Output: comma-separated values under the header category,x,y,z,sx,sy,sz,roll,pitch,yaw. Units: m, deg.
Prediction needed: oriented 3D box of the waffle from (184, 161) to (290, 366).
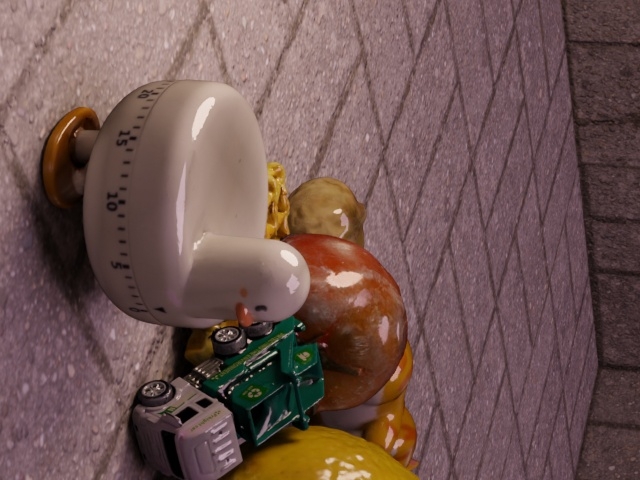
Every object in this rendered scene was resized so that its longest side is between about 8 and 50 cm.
category,x,y,z,sx,sy,sz,roll,pitch,yaw
waffle,-0.085,0.064,1.840,0.283,0.065,0.309,53,48,-64

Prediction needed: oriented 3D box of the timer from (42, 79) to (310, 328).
category,x,y,z,sx,sy,sz,roll,pitch,yaw
timer,-0.107,-0.030,1.474,0.233,0.240,0.233,4,90,-71

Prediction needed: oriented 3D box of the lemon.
category,x,y,z,sx,sy,sz,roll,pitch,yaw
lemon,-0.018,0.366,1.730,0.336,0.336,0.336,5,90,-71

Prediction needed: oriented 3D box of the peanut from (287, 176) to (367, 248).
category,x,y,z,sx,sy,sz,roll,pitch,yaw
peanut,0.000,0.000,1.983,0.140,0.109,0.159,-84,180,-61

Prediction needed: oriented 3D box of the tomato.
category,x,y,z,sx,sy,sz,roll,pitch,yaw
tomato,0.022,0.101,1.844,0.181,0.155,0.214,-63,151,-53

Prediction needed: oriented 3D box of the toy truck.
category,x,y,z,sx,sy,sz,roll,pitch,yaw
toy truck,-0.083,0.168,1.684,0.216,0.116,0.110,-32,127,-32

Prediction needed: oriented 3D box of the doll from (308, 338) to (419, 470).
category,x,y,z,sx,sy,sz,roll,pitch,yaw
doll,0.047,0.211,2.119,0.162,0.167,0.269,-52,145,-55
